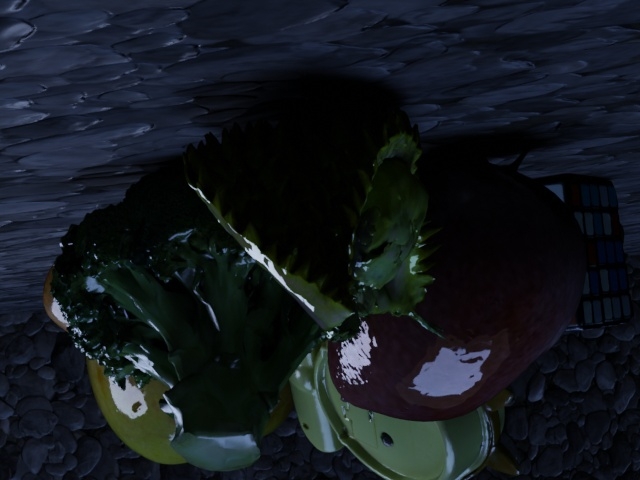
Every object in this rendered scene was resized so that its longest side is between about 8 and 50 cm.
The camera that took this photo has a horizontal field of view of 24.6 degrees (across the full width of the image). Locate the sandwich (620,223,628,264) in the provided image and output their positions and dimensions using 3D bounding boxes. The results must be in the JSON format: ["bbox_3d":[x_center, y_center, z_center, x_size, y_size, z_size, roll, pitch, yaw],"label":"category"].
[{"bbox_3d":[0.394,0.006,2.380,0.160,0.109,0.185,17,168,-22],"label":"sandwich"}]

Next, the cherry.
[{"bbox_3d":[0.121,0.043,1.368,0.221,0.307,0.261,38,-168,16],"label":"cherry"}]

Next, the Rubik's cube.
[{"bbox_3d":[0.259,0.026,1.796,0.187,0.184,0.182,-10,174,30],"label":"Rubik's cube"}]

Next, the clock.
[{"bbox_3d":[0.107,0.202,1.931,0.348,0.286,0.117,21,-135,39],"label":"clock"}]

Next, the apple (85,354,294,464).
[{"bbox_3d":[-0.171,0.160,2.104,0.339,0.304,0.338,-8,175,-1],"label":"apple"}]

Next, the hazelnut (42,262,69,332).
[{"bbox_3d":[-0.263,0.052,1.811,0.150,0.150,0.150,-7,176,0],"label":"hazelnut"}]

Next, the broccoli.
[{"bbox_3d":[-0.095,0.066,1.260,0.270,0.270,0.270,-4,147,-3],"label":"broccoli"}]

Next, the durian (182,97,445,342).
[{"bbox_3d":[0.000,-0.008,1.034,0.158,0.169,0.355,-10,174,13],"label":"durian"}]
